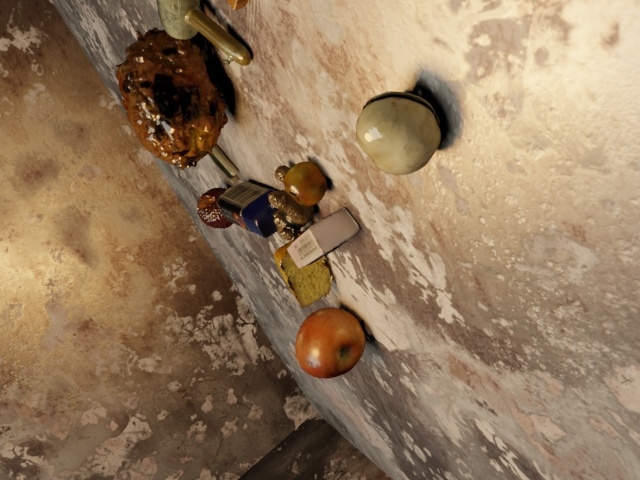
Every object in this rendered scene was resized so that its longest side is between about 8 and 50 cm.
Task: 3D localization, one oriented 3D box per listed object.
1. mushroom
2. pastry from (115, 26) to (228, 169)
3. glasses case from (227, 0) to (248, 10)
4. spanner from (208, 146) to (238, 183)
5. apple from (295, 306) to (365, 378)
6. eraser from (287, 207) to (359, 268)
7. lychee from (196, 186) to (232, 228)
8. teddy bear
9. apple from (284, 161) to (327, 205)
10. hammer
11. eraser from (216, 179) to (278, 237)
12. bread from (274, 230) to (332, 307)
[{"bbox_3d":[0.131,-0.186,0.874,0.154,0.123,0.154,10,151,6],"label":"mushroom"},{"bbox_3d":[-0.439,-0.433,1.507,0.337,0.292,0.406,100,147,-65],"label":"pastry"},{"bbox_3d":[-0.215,-0.587,1.105,0.170,0.041,0.065,52,149,7],"label":"glasses case"},{"bbox_3d":[-0.425,-0.353,1.975,0.325,0.040,0.096,48,159,12],"label":"spanner"},{"bbox_3d":[0.037,0.361,1.787,0.253,0.253,0.254,45,159,23],"label":"apple"},{"bbox_3d":[0.000,0.000,1.455,0.086,0.130,0.287,56,162,1],"label":"eraser"},{"bbox_3d":[-0.419,-0.128,2.150,0.188,0.188,0.188,45,159,23],"label":"lychee"},{"bbox_3d":[-0.083,-0.090,1.513,0.129,0.182,0.251,12,150,6],"label":"teddy bear"},{"bbox_3d":[-0.037,-0.150,1.339,0.114,0.102,0.099,40,170,15],"label":"apple"},{"bbox_3d":[-0.290,-0.541,1.289,0.305,0.113,0.202,43,163,6],"label":"hammer"},{"bbox_3d":[-0.226,-0.116,1.751,0.332,0.155,0.102,24,147,52],"label":"eraser"},{"bbox_3d":[-0.066,0.082,1.709,0.147,0.160,0.261,42,164,47],"label":"bread"}]
